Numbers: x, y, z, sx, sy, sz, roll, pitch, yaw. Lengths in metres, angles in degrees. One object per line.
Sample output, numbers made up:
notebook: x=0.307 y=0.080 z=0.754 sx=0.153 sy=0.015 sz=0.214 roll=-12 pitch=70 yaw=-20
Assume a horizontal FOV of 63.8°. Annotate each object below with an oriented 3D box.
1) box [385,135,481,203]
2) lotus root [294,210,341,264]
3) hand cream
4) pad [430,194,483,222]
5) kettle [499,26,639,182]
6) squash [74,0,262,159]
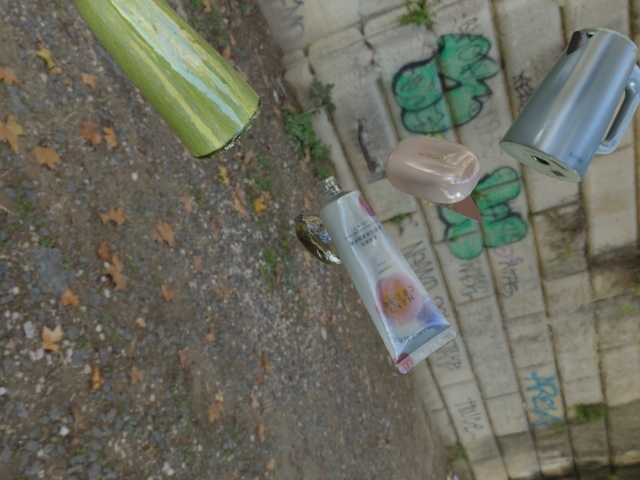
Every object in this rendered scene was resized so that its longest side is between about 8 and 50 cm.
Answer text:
box: x=0.237 y=-0.153 z=1.093 sx=0.146 sy=0.200 sz=0.088 roll=-53 pitch=146 yaw=-26
lotus root: x=0.000 y=0.000 z=1.245 sx=0.179 sy=0.081 sz=0.089 roll=49 pitch=-20 yaw=-25
hand cream: x=0.094 y=0.042 z=0.855 sx=0.341 sy=0.124 sz=0.078 roll=59 pitch=-21 yaw=6
pad: x=0.340 y=-0.142 z=1.453 sx=0.266 sy=0.004 sz=0.181 roll=17 pitch=38 yaw=-25
kettle: x=0.480 y=-0.234 z=0.938 sx=0.210 sy=0.243 sz=0.160 roll=28 pitch=6 yaw=-18
squash: x=-0.159 y=-0.183 z=0.476 sx=0.224 sy=0.094 sz=0.094 roll=46 pitch=25 yaw=-28
